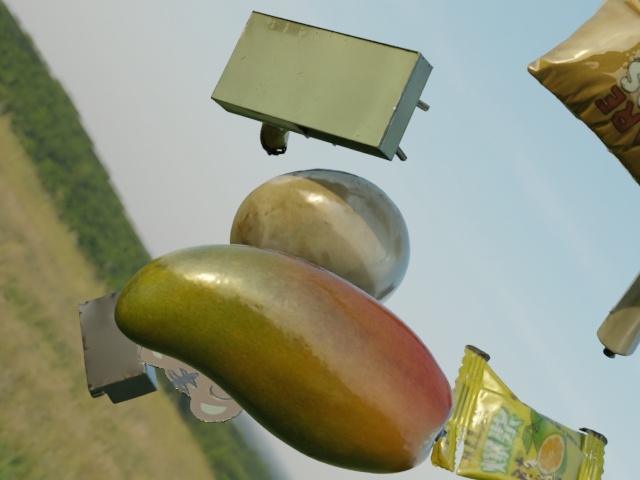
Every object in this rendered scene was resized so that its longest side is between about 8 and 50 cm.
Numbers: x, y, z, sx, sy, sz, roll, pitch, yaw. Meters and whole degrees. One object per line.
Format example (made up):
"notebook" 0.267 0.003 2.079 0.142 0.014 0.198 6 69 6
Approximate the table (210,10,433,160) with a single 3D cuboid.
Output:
"table" 0.013 -0.170 1.550 0.240 0.121 0.111 20 -10 31

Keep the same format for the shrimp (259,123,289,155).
"shrimp" 0.003 -0.149 1.740 0.166 0.161 0.049 -44 -138 43

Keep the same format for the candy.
"candy" 0.289 0.292 1.857 0.297 0.187 0.081 31 -28 -23

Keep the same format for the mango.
"mango" -0.020 0.089 1.096 0.289 0.146 0.129 36 32 -16

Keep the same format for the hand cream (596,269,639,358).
"hand cream" 0.407 0.072 1.669 0.054 0.186 0.087 23 25 -7

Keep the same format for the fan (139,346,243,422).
"fan" -0.065 0.111 1.398 0.152 0.227 0.008 41 -37 41

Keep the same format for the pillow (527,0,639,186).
"pillow" 0.425 -0.191 1.526 0.310 0.312 0.119 45 -14 -17

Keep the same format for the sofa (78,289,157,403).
"sofa" -0.268 0.143 1.749 0.060 0.085 0.147 72 1 -52

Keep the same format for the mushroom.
"mushroom" 0.000 0.000 1.641 0.178 0.227 0.226 -89 159 -46
